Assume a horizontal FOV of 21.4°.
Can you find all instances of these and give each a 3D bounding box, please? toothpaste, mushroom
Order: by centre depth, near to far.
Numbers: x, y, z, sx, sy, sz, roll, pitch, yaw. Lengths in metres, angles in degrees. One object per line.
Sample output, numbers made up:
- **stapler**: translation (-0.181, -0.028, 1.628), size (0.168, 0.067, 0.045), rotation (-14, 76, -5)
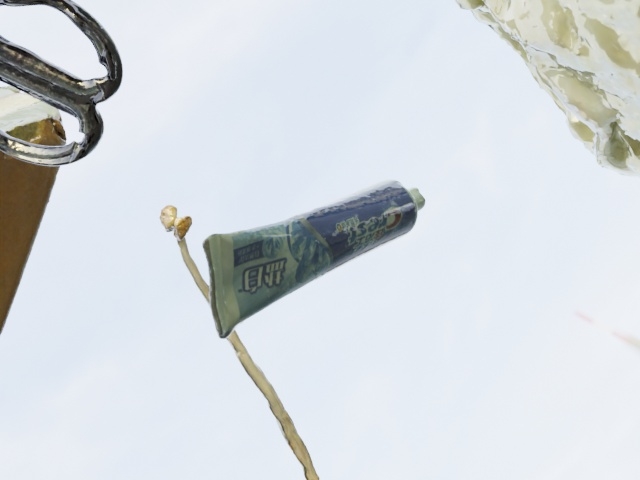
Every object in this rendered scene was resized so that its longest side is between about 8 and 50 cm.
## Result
- **toothpaste**: translation (0.001, -0.001, 1.295), size (0.268, 0.047, 0.069), rotation (-23, -36, -49)
- **mushroom**: translation (-0.065, 0.090, 1.419), size (0.026, 0.028, 0.286), rotation (-22, -67, 8)

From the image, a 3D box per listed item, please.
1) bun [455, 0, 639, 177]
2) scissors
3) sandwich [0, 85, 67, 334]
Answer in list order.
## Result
- **bun**: translation (0.195, -0.161, 0.896), size (0.227, 0.352, 0.349), rotation (-43, -73, -2)
- **scissors**: translation (-0.259, -0.143, 1.026), size (0.109, 0.300, 0.022), rotation (-67, -6, 28)
- **sandwich**: translation (-0.344, -0.014, 1.572), size (0.227, 0.155, 0.198), rotation (-24, -61, -37)
